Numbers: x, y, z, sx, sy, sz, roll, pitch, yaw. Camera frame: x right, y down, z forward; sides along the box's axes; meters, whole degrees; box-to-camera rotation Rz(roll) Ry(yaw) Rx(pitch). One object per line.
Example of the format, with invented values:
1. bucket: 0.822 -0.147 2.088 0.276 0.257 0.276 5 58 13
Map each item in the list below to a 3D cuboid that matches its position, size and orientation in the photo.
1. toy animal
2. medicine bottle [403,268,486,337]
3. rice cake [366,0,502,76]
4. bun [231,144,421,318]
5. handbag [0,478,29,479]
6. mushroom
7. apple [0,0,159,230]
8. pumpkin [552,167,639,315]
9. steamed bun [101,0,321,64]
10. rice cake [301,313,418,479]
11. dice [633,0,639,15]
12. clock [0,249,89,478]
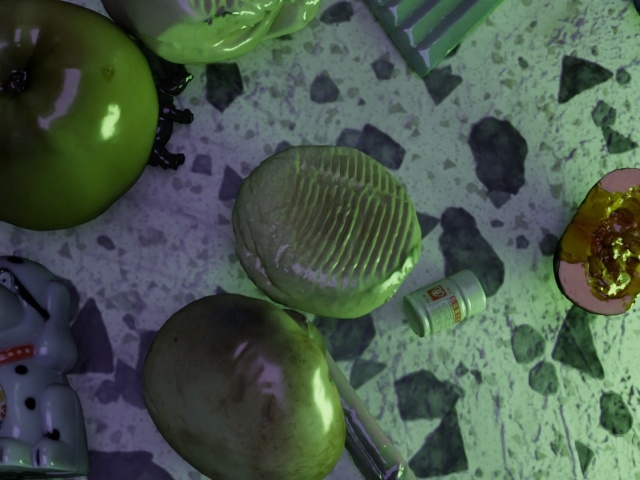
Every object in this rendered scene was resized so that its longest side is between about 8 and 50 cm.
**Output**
1. toy animal: -0.186 -0.153 1.205 0.065 0.047 0.136 13 86 1
2. medicine bottle: 0.151 0.077 1.223 0.089 0.057 0.057 -23 86 -12
3. rice cake: 0.151 -0.340 1.291 0.198 0.037 0.189 -36 90 -12
4. bun: 0.000 0.000 1.159 0.220 0.134 0.221 8 60 -14
5. handbag: -0.360 0.402 1.069 0.308 0.093 0.254 -36 95 -8
6. mushroom: -0.081 0.169 1.091 0.254 0.255 0.184 31 52 -4
7. apple: -0.307 -0.135 1.087 0.262 0.262 0.263 1 82 -9
8. pumpkin: 0.359 0.006 1.243 0.119 0.107 0.184 30 86 3
9. steamed bun: -0.135 -0.342 1.162 0.320 0.206 0.275 -38 103 -38
10. rice cake: 0.029 0.199 1.188 0.049 0.055 0.270 -34 87 -17
11. dice: 0.501 -0.351 1.295 0.146 0.146 0.143 10 79 -7
12. clock: -0.340 0.130 1.087 0.188 0.189 0.254 2 77 -9
